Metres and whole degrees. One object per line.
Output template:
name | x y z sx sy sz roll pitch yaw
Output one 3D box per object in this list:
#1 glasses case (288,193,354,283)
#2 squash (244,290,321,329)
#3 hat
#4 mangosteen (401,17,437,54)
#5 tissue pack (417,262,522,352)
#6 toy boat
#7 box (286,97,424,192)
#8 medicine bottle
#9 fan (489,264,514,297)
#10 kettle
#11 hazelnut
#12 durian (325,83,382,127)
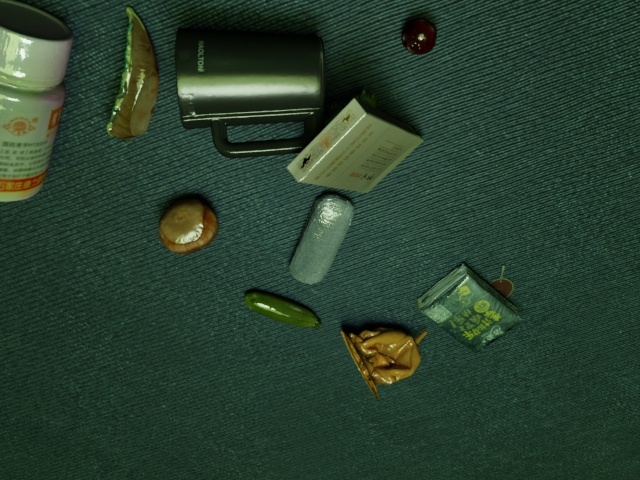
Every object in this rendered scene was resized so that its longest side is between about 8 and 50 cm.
glasses case | 0.000 0.000 1.600 0.109 0.067 0.282 17 122 -11
squash | -0.102 0.204 1.724 0.252 0.066 0.066 21 119 -18
hat | 0.214 0.318 1.778 0.233 0.233 0.244 -27 92 -7
mangosteen | 0.219 -0.455 1.320 0.081 0.081 0.081 -2 123 -3
tissue pack | 0.439 0.206 1.752 0.257 0.081 0.185 37 117 -23
toy boat | -0.412 -0.357 1.325 0.099 0.108 0.293 26 116 17
box | 0.093 -0.199 1.344 0.204 0.365 0.051 -43 71 21
medicine bottle | -0.672 -0.294 1.274 0.219 0.219 0.388 19 119 -15
fan | 0.531 0.126 1.753 0.085 0.005 0.133 -5 124 0
kettle | -0.145 -0.329 1.267 0.308 0.262 0.203 -1 137 -6
hazelnut | -0.334 -0.027 1.520 0.150 0.150 0.150 -2 123 -3
durian | 0.046 -0.278 1.411 0.220 0.095 0.137 -40 153 18
